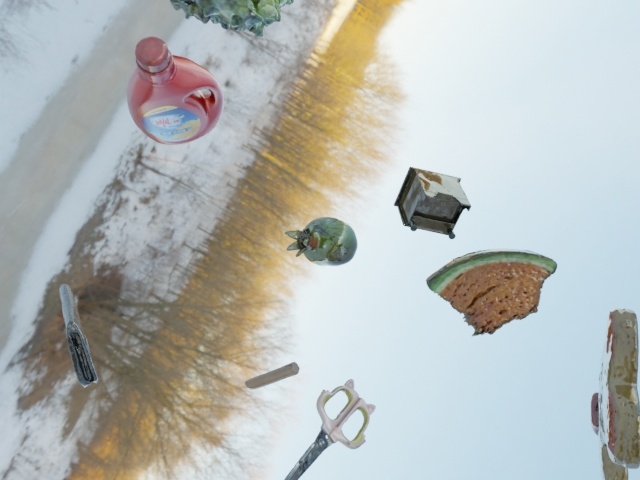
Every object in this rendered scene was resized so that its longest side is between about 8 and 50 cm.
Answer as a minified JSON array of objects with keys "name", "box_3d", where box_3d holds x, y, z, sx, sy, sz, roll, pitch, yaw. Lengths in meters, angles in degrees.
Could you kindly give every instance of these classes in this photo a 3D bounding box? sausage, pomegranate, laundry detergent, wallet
[{"name":"sausage","box_3d":[-0.094,0.262,1.068,0.116,0.026,0.026,-25,-155,21]},{"name":"pomegranate","box_3d":[0.000,0.000,1.433,0.152,0.191,0.130,2,-94,49]},{"name":"laundry detergent","box_3d":[-0.147,-0.148,0.555,0.165,0.098,0.049,122,-49,-77]},{"name":"wallet","box_3d":[-0.281,0.106,0.639,0.157,0.018,0.082,21,-55,62]}]

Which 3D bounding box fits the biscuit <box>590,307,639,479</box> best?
[{"name":"biscuit","box_3d":[0.663,0.371,1.263,0.394,0.076,0.367,48,48,-58]}]

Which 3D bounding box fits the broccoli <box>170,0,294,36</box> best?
[{"name":"broccoli","box_3d":[-0.120,-0.485,0.843,0.293,0.348,0.280,61,-34,24]}]

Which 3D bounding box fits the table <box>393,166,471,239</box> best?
[{"name":"table","box_3d":[0.164,-0.051,0.810,0.082,0.083,0.070,-95,-160,-55]}]

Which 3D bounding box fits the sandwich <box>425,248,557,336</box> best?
[{"name":"sandwich","box_3d":[0.338,0.085,1.079,0.235,0.159,0.079,-27,180,7]}]

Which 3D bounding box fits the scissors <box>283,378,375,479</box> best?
[{"name":"scissors","box_3d":[0.018,0.448,1.277,0.317,0.160,0.024,-38,178,-45]}]
